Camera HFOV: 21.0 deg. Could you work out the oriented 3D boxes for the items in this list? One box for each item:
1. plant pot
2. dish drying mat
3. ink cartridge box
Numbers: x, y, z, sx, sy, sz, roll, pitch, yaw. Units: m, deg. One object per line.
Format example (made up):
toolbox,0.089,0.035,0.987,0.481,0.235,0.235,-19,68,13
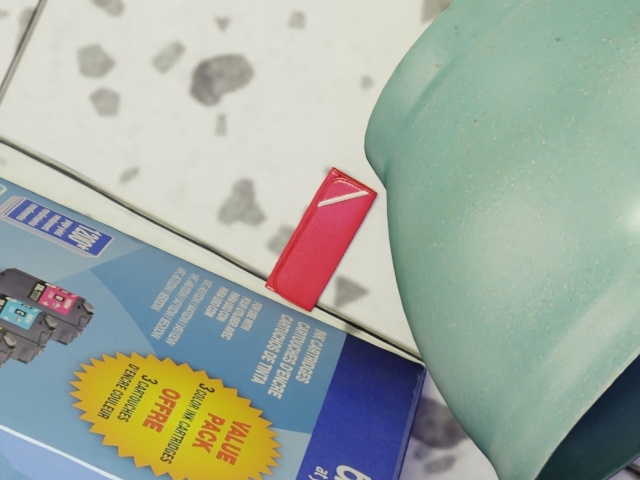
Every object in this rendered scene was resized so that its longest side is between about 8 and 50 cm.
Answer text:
plant pot,0.146,-0.032,0.860,0.293,0.293,0.196,-47,70,15
dish drying mat,0.000,0.000,1.005,0.032,0.008,0.083,29,106,-2
ink cartridge box,-0.104,0.120,0.912,0.396,0.270,0.151,25,111,-1
